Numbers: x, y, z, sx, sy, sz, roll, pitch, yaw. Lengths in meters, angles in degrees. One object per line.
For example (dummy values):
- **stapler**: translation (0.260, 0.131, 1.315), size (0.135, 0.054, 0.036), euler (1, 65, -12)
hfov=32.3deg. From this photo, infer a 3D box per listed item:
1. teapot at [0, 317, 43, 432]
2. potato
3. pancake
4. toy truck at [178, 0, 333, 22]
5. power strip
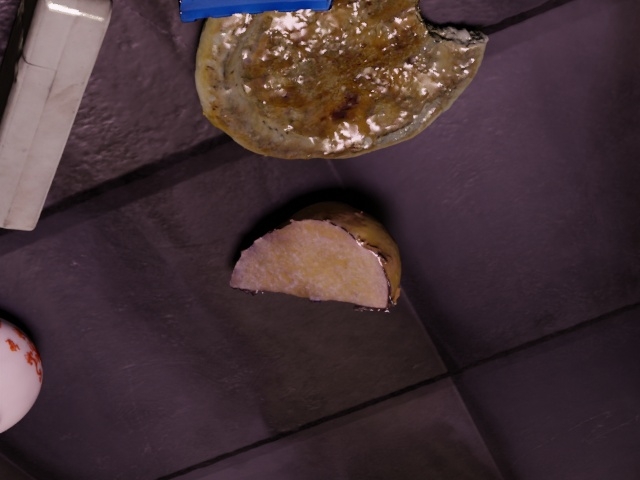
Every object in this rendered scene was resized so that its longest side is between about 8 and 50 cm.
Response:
- **teapot**: translation (-0.353, 0.126, 1.072), size (0.159, 0.116, 0.245), euler (5, 132, -7)
- **potato**: translation (0.000, 0.000, 1.057), size (0.172, 0.089, 0.100), euler (5, 125, 26)
- **pancake**: translation (0.016, -0.151, 0.899), size (0.254, 0.037, 0.253), euler (-9, 140, -8)
- **toy truck**: translation (-0.044, -0.243, 0.706), size (0.113, 0.126, 0.208), euler (-6, 144, -11)
- **power strip**: translation (-0.202, -0.131, 0.812), size (0.053, 0.093, 0.288), euler (11, 135, -23)
